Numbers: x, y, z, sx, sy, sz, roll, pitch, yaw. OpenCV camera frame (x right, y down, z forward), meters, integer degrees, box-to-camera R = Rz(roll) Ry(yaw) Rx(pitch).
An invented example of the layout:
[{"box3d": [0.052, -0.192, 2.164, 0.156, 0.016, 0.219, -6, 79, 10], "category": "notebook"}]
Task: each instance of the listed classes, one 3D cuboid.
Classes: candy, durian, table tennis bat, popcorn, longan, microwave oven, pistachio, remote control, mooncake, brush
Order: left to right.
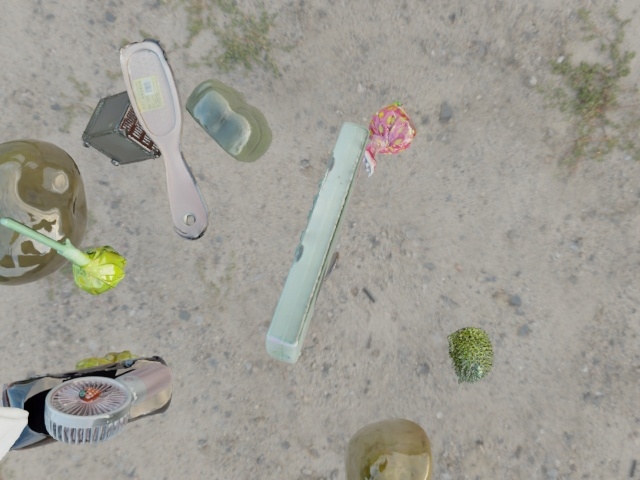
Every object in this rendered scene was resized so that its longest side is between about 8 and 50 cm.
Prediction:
[{"box3d": [-0.687, -0.066, 1.206, 0.288, 0.288, 0.351, -2, 71, 7], "category": "longan"}, {"box3d": [-0.278, 0.013, 0.573, 0.058, 0.194, 0.062, 28, 76, 17], "category": "candy"}, {"box3d": [-0.511, 0.357, 1.238, 0.197, 0.155, 0.198, 1, 93, 28], "category": "popcorn"}, {"box3d": [-0.622, -0.360, 1.708, 0.247, 0.188, 0.178, 0, 62, 37], "category": "microwave oven"}, {"box3d": [-0.217, -0.146, 0.763, 0.071, 0.067, 0.313, -19, 80, -2], "category": "brush"}, {"box3d": [-0.255, -0.344, 1.495, 0.275, 0.275, 0.135, 45, 103, 2], "category": "mooncake"}, {"box3d": [-0.021, 0.059, 1.614, 0.119, 0.170, 0.108, 30, 80, -9], "category": "table tennis bat"}, {"box3d": [-0.001, 0.000, 0.748, 0.050, 0.145, 0.344, 17, 67, 3], "category": "remote control"}, {"box3d": [0.108, -0.204, 1.231, 0.124, 0.365, 0.124, 25, 139, 24], "category": "candy"}, {"box3d": [0.133, 0.453, 1.066, 0.212, 0.260, 0.163, -41, 106, 2], "category": "pistachio"}, {"box3d": [0.427, 0.334, 1.443, 0.137, 0.096, 0.221, -22, 129, 1], "category": "durian"}]

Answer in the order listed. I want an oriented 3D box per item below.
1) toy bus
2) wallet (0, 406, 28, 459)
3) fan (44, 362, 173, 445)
[{"box3d": [-0.456, 0.310, 1.029, 0.147, 0.302, 0.128, -17, 80, 47], "category": "toy bus"}, {"box3d": [-0.404, 0.219, 0.533, 0.031, 0.183, 0.124, 34, 83, 30], "category": "wallet"}, {"box3d": [-0.356, 0.269, 0.907, 0.130, 0.244, 0.074, 14, 103, 22], "category": "fan"}]
